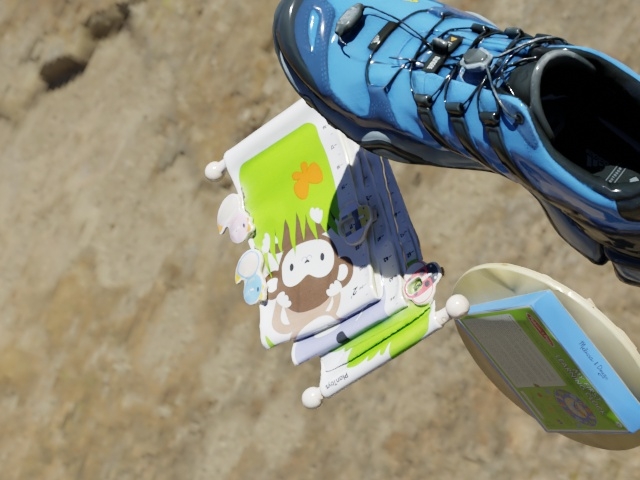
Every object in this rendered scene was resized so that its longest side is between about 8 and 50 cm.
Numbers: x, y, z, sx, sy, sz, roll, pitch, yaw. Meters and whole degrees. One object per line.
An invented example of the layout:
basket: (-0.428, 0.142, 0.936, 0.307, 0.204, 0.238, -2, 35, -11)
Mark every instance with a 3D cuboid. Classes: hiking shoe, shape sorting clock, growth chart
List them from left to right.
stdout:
growth chart: (0.000, 0.000, 1.010, 0.172, 0.021, 0.237, -40, 56, 27)
hiking shoe: (0.109, -0.092, 0.841, 0.113, 0.304, 0.132, -59, -12, -19)
shape sorting clock: (0.197, 0.098, 1.205, 0.040, 0.206, 0.206, -44, 26, -23)
